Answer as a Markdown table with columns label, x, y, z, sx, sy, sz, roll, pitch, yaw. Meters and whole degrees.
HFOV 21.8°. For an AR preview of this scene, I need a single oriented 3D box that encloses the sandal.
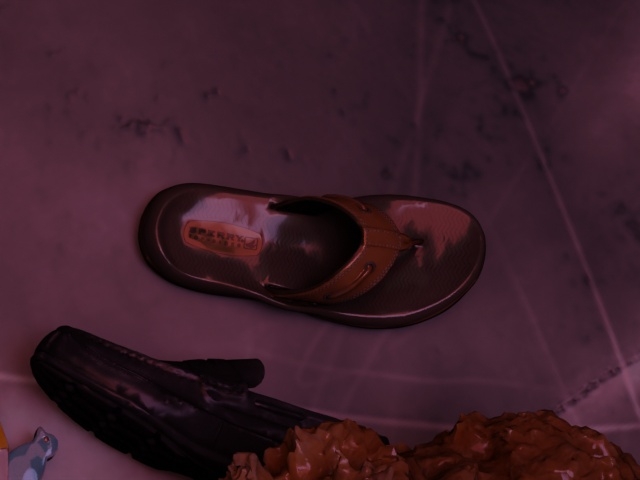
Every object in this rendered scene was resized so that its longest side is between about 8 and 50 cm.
| label | x | y | z | sx | sy | sz | roll | pitch | yaw |
| --- | --- | --- | --- | --- | --- | --- | --- | --- | --- |
| sandal | 0.000 | 0.000 | 1.020 | 0.219 | 0.060 | 0.090 | 10 | 72 | -13 |

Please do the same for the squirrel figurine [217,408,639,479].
| label | x | y | z | sx | sy | sz | roll | pitch | yaw |
| --- | --- | --- | --- | --- | --- | --- | --- | --- | --- |
| squirrel figurine | 0.062 | 0.286 | 0.852 | 0.370 | 0.281 | 0.397 | -24 | 76 | -20 |

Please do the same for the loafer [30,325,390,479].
| label | x | y | z | sx | sy | sz | roll | pitch | yaw |
| --- | --- | --- | --- | --- | --- | --- | --- | --- | --- |
| loafer | -0.061 | 0.102 | 0.971 | 0.223 | 0.076 | 0.078 | 27 | 64 | -12 |

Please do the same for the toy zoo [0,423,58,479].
| label | x | y | z | sx | sy | sz | roll | pitch | yaw |
| --- | --- | --- | --- | --- | --- | --- | --- | --- | --- |
| toy zoo | -0.292 | 0.136 | 0.917 | 0.293 | 0.030 | 0.192 | -8 | 77 | -17 |
